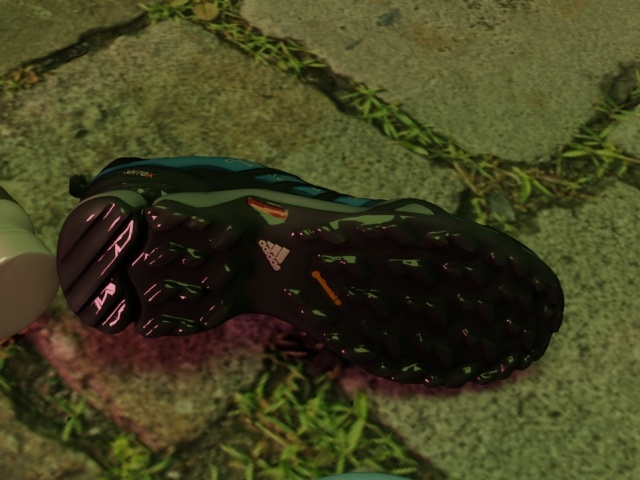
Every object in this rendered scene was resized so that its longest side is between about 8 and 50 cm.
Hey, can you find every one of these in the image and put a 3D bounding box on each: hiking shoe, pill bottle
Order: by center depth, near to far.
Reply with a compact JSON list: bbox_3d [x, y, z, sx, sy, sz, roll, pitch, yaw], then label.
[{"bbox_3d":[-0.218,-0.007,0.670,0.078,0.078,0.137,-29,57,-34],"label":"pill bottle"},{"bbox_3d":[0.000,0.000,0.687,0.304,0.113,0.132,12,26,-12],"label":"hiking shoe"}]

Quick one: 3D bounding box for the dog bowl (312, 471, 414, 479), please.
[{"bbox_3d":[0.025,0.229,0.481,0.166,0.074,0.297,5,45,-8],"label":"dog bowl"}]
